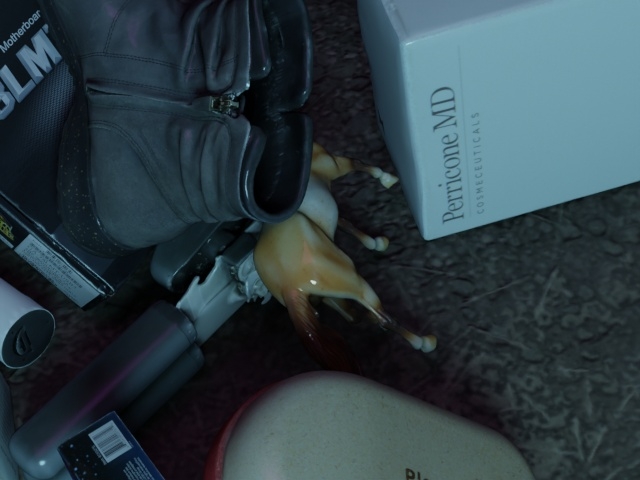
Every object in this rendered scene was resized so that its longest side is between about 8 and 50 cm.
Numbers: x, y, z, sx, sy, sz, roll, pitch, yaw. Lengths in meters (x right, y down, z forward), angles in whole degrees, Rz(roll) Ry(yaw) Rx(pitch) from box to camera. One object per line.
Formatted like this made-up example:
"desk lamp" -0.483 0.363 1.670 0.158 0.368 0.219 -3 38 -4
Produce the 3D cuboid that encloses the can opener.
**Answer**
"can opener" -0.130 0.075 0.987 0.093 0.074 0.280 28 62 26

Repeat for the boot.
"boot" -0.099 -0.162 0.955 0.222 0.118 0.338 -16 81 42

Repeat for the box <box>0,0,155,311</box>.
"box" -0.207 -0.144 1.074 0.293 0.073 0.295 44 60 -12

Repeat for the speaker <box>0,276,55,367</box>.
"speaker" -0.279 0.049 1.047 0.136 0.055 0.055 30 61 30

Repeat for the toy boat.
"toy boat" 0.024 0.184 0.830 0.231 0.151 0.151 25 45 -25

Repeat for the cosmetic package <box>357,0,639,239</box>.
"cosmetic package" 0.267 -0.183 1.031 0.453 0.230 0.162 -16 50 -2

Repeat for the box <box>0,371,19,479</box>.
"box" -0.327 0.124 0.910 0.180 0.182 0.119 -16 49 -3

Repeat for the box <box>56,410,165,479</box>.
"box" -0.071 0.233 0.788 0.044 0.159 0.233 -31 52 -18

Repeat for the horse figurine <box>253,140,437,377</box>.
"horse figurine" 0.000 0.000 0.974 0.066 0.174 0.263 -38 42 32
